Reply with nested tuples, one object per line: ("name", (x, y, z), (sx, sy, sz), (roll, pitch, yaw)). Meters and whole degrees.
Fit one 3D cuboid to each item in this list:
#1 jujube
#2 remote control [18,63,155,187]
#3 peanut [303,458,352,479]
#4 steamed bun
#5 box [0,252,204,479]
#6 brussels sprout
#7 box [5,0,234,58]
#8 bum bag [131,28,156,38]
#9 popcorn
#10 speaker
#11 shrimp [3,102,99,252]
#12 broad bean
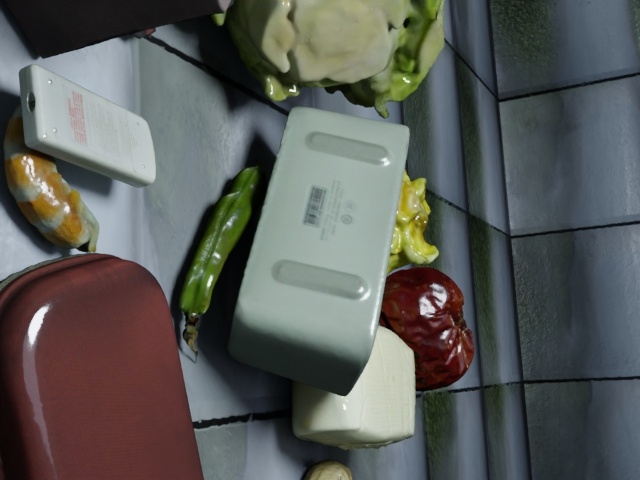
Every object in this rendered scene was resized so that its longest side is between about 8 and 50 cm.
("jujube", (0.189, 0.169, 1.560), (0.213, 0.213, 0.232), (-49, 131, -57))
("remote control", (-0.241, -0.115, 0.851), (0.190, 0.029, 0.087), (20, 56, -64))
("peanut", (-0.004, 0.406, 1.222), (0.214, 0.100, 0.099), (-35, 115, -55))
("steamed bun", (0.044, 0.233, 1.283), (0.250, 0.155, 0.199), (25, 58, -53))
("box", (-0.223, 0.215, 0.788), (0.263, 0.108, 0.403), (-19, 101, -64))
("brussels sprout", (0.000, -0.414, 1.179), (0.425, 0.343, 0.361), (54, 16, -52))
("box", (-0.198, -0.313, 0.816), (0.188, 0.252, 0.153), (-72, 146, -43))
("bum bag", (-0.233, -0.309, 0.995), (0.058, 0.034, 0.124), (0, 83, -50))
("popcorn", (0.103, -0.040, 1.409), (0.181, 0.217, 0.235), (59, 45, -46))
("speaker", (0.000, 0.000, 1.154), (0.183, 0.184, 0.406), (108, -5, -58))
("shrimp", (-0.271, -0.079, 0.853), (0.166, 0.049, 0.161), (-80, 149, -47))
("broad bean", (-0.135, 0.003, 1.097), (0.098, 0.056, 0.318), (96, 10, -57))
